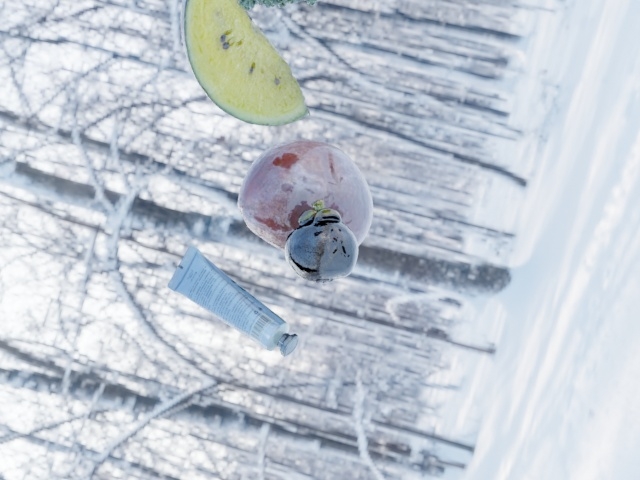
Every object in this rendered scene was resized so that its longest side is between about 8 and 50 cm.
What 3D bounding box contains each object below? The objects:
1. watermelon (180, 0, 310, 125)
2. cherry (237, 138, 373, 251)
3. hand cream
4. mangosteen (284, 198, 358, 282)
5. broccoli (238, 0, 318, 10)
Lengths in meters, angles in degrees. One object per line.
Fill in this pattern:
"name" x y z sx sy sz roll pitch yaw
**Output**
"watermelon" -0.132 -0.282 1.459 0.301 0.129 0.123 53 -159 -34
"cherry" -0.033 -0.083 1.878 0.308 0.261 0.221 0 -46 -45
"hand cream" -0.153 0.113 1.693 0.091 0.271 0.058 -61 -23 7
"mangosteen" 0.000 0.000 1.693 0.137 0.137 0.151 71 -164 -77
"broccoli" -0.058 -0.596 1.769 0.338 0.277 0.317 -21 50 62
